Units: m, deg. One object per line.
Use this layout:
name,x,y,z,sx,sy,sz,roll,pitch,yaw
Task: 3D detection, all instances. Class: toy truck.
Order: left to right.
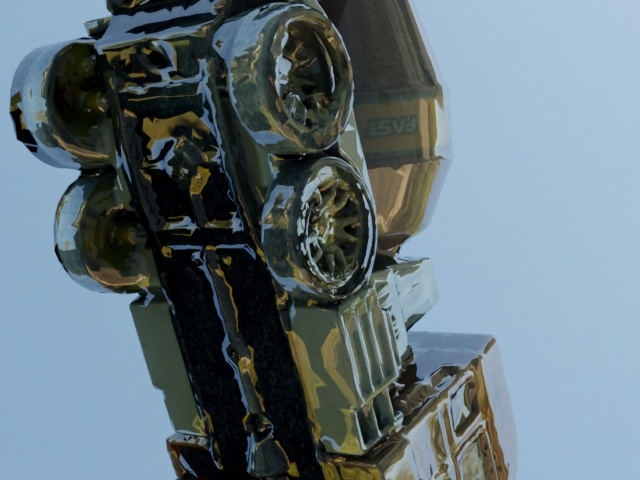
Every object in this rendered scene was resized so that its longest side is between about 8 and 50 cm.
toy truck,0.000,0.000,0.409,0.140,0.108,0.257,-34,-65,-48
